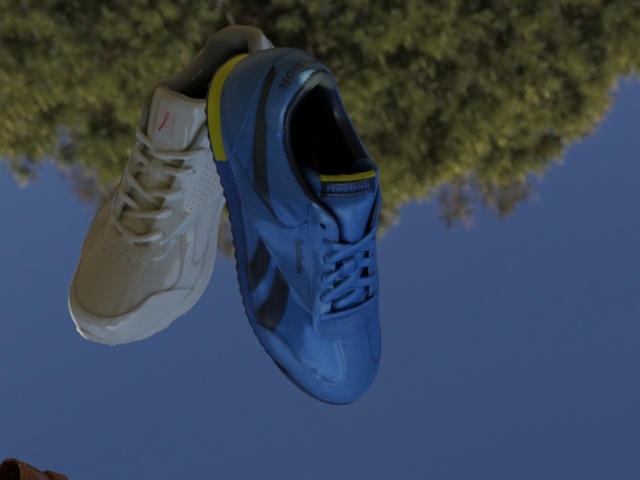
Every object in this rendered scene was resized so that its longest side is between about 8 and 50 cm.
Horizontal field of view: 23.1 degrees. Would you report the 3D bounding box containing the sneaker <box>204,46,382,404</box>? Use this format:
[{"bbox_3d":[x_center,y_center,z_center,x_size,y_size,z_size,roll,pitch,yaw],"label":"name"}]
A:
[{"bbox_3d":[0.000,0.000,0.828,0.069,0.209,0.082,-27,-156,-31],"label":"sneaker"}]

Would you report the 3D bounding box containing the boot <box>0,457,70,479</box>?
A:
[{"bbox_3d":[-0.167,0.241,0.950,0.073,0.152,0.197,-12,-126,31],"label":"boot"}]

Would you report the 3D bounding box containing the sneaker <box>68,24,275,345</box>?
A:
[{"bbox_3d":[-0.098,-0.045,0.997,0.090,0.115,0.232,21,-112,19],"label":"sneaker"}]
